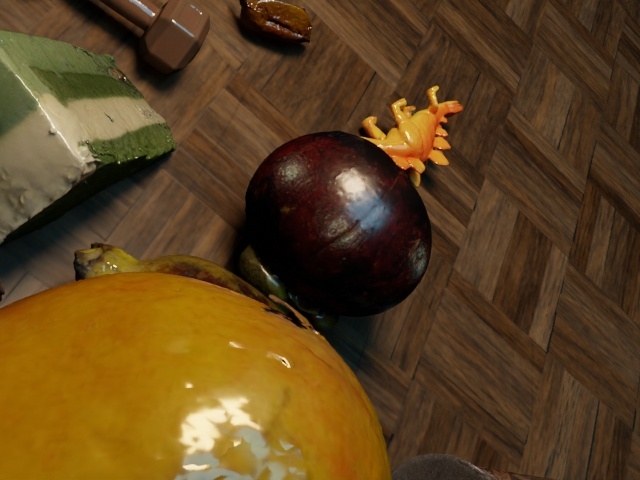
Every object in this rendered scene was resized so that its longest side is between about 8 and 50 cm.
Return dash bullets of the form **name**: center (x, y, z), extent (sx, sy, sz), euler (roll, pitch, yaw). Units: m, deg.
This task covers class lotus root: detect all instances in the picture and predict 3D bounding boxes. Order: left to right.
- **lotus root**: center (-0.106, 0.112, 0.777), extent (0.314, 0.141, 0.169), euler (42, 44, -13)

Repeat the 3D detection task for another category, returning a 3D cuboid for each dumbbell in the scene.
- **dumbbell**: center (-0.233, -0.279, 0.921), extent (0.231, 0.082, 0.092), euler (35, 51, -21)

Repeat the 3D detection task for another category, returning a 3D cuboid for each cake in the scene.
- **cake**: center (-0.229, -0.124, 0.786), extent (0.283, 0.172, 0.158), euler (-37, 95, -46)

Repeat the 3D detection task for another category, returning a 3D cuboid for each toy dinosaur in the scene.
- **toy dinosaur**: center (0.119, -0.132, 1.145), extent (0.288, 0.070, 0.117), euler (-30, 88, -39)

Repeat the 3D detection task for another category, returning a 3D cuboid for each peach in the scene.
- **peach**: center (-0.137, 0.187, 0.548), extent (0.372, 0.290, 0.373), euler (-1, 92, -15)

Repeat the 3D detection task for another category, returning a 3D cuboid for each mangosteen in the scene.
- **mangosteen**: center (0.005, -0.010, 0.899), extent (0.216, 0.216, 0.216), euler (19, 57, -31)

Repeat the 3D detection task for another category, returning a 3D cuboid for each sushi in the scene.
- **sushi**: center (-0.057, -0.290, 1.089), extent (0.120, 0.055, 0.052), euler (6, 109, -30)

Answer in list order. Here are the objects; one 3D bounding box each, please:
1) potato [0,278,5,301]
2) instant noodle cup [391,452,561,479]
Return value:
- **potato**: center (-0.398, 0.031, 0.549), extent (0.266, 0.229, 0.229), euler (-36, 92, -40)
- **instant noodle cup**: center (0.185, 0.336, 0.862), extent (0.207, 0.217, 0.217), euler (14, 59, -41)
